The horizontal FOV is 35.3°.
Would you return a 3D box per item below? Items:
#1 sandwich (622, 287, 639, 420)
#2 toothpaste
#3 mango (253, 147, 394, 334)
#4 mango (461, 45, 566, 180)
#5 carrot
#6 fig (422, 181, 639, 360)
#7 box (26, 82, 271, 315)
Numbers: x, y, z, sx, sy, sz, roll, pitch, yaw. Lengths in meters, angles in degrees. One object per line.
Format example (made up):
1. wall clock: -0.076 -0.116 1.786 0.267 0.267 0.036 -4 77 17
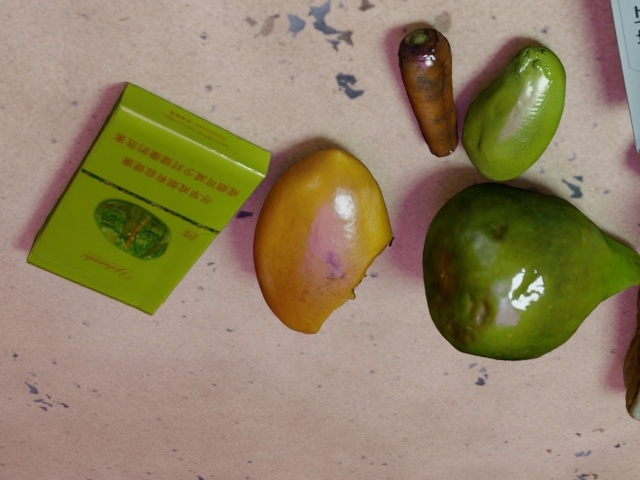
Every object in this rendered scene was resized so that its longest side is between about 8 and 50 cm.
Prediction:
1. sandwich: 0.536 0.156 1.291 0.273 0.095 0.249 2 138 8
2. toothpaste: 0.291 -0.214 0.903 0.071 0.089 0.313 -9 139 18
3. mango: 0.000 0.000 1.178 0.153 0.126 0.252 23 131 12
4. mango: 0.199 -0.128 1.037 0.091 0.074 0.165 13 139 -3
5. carrot: 0.116 -0.152 1.045 0.055 0.055 0.161 -4 145 13
6. fig: 0.256 0.028 1.150 0.275 0.206 0.206 -7 144 -23
7. box: -0.220 -0.035 1.232 0.187 0.047 0.335 25 136 -19
